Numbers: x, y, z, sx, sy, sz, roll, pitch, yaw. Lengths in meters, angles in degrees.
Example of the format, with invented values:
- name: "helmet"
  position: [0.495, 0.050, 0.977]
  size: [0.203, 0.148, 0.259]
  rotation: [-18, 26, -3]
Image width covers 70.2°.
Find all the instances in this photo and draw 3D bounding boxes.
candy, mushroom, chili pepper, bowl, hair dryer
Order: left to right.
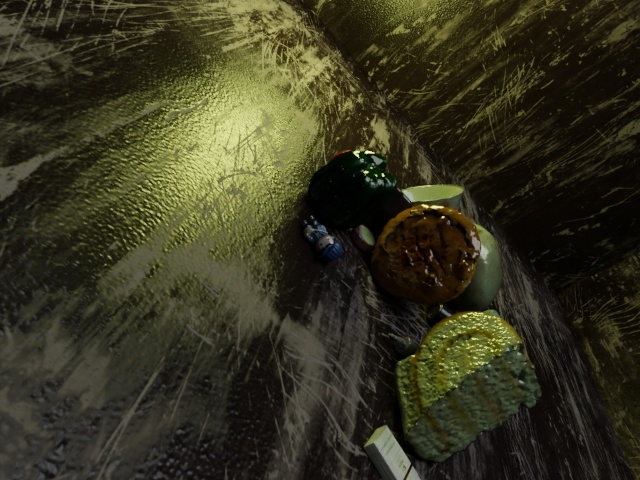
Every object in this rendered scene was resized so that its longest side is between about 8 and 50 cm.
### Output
- name: "chili pepper"
  position: [0.111, -0.176, 1.536]
  size: [0.248, 0.257, 0.233]
  rotation: [-20, 78, -52]
- name: "candy"
  position: [0.152, -0.008, 1.624]
  size: [0.103, 0.043, 0.103]
  rotation: [36, 33, -28]
- name: "bowl"
  position: [0.479, -0.143, 2.050]
  size: [0.337, 0.337, 0.157]
  rotation: [-42, 126, -61]
- name: "hair dryer"
  position: [0.499, 0.294, 1.754]
  size: [0.197, 0.089, 0.251]
  rotation: [36, 17, -5]
- name: "mushroom"
  position: [0.550, 0.098, 1.748]
  size: [0.260, 0.352, 0.352]
  rotation: [0, 42, 0]

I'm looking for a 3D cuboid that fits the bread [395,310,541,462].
- name: "bread"
  position: [0.363, 0.382, 1.260]
  size: [0.239, 0.395, 0.264]
  rotation: [57, -2, -30]

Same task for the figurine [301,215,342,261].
- name: "figurine"
  position: [0.000, 0.000, 1.376]
  size: [0.149, 0.086, 0.087]
  rotation: [50, -14, 20]

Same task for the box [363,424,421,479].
- name: "box"
  position: [0.171, 0.524, 1.064]
  size: [0.154, 0.040, 0.084]
  rotation: [58, 27, 8]

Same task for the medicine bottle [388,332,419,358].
- name: "medicine bottle"
  position: [0.275, 0.337, 1.404]
  size: [0.199, 0.057, 0.057]
  rotation: [38, 32, -24]

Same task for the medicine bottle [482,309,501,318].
- name: "medicine bottle"
  position: [0.728, 0.411, 1.890]
  size: [0.225, 0.139, 0.139]
  rotation: [54, 29, 3]

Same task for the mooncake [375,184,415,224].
- name: "mooncake"
  position: [0.275, -0.131, 1.782]
  size: [0.283, 0.141, 0.283]
  rotation: [46, 8, -8]

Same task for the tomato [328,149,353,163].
- name: "tomato"
  position: [0.104, -0.266, 1.742]
  size: [0.167, 0.167, 0.167]
  rotation: [36, 33, -28]

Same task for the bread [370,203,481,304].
- name: "bread"
  position: [0.366, 0.055, 1.549]
  size: [0.204, 0.358, 0.336]
  rotation: [33, 77, -54]
